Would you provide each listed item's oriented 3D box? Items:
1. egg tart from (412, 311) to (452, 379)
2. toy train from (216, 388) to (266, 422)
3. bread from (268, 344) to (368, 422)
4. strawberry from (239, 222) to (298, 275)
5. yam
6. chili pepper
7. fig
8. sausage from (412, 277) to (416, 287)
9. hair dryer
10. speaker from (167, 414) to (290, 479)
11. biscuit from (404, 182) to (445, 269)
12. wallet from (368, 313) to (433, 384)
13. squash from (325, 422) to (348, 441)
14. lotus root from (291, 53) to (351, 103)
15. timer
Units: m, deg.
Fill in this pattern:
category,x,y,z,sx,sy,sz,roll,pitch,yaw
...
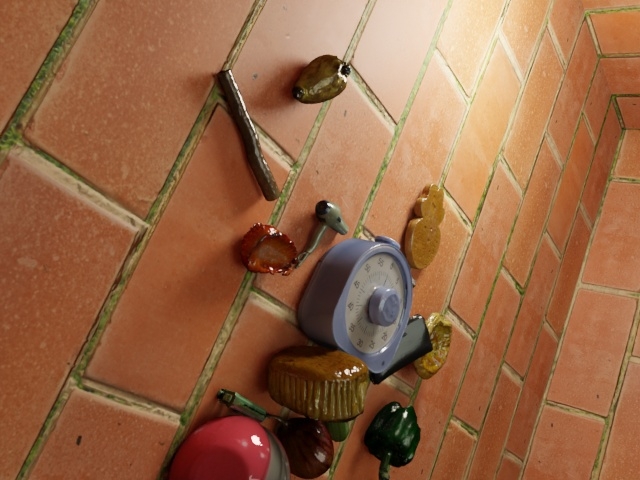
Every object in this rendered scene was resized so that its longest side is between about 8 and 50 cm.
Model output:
category,x,y,z,sx,sy,sz,roll,pitch,yaw
egg tart,0.367,0.354,2.241,0.241,0.106,0.241,-19,115,-47
toy train,-0.192,0.400,1.587,0.148,0.071,0.038,45,63,-46
bread,-0.006,0.357,1.666,0.227,0.253,0.142,-8,108,-46
strawberry,-0.132,0.026,1.586,0.121,0.082,0.188,-54,148,-1
yam,-0.165,-0.236,1.505,0.045,0.045,0.327,-26,122,-9
chili pepper,0.220,0.645,2.080,0.261,0.165,0.174,-50,151,-36
fig,-0.048,0.532,1.748,0.149,0.148,0.202,63,5,-81
sausage,0.244,0.097,2.089,0.269,0.032,0.033,37,70,-48
hair dryer,0.013,-0.004,1.777,0.167,0.067,0.199,18,95,-57
speaker,-0.204,0.560,1.527,0.294,0.294,0.294,-15,109,-49
biscuit,0.347,-0.046,2.177,0.202,0.044,0.289,11,88,-52
wallet,0.242,0.342,2.066,0.250,0.044,0.149,-24,109,-21
squash,0.038,0.492,1.893,0.077,0.068,0.219,-37,124,-34
lotus root,-0.011,-0.392,1.628,0.190,0.094,0.108,-37,102,-30
timer,0.134,0.163,1.860,0.395,0.173,0.395,-13,108,-48
